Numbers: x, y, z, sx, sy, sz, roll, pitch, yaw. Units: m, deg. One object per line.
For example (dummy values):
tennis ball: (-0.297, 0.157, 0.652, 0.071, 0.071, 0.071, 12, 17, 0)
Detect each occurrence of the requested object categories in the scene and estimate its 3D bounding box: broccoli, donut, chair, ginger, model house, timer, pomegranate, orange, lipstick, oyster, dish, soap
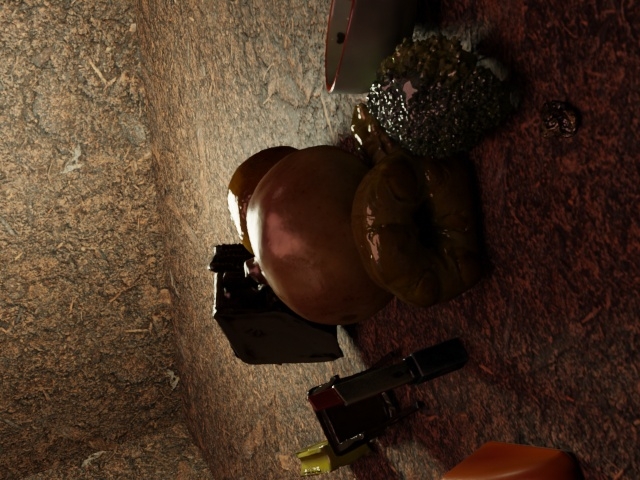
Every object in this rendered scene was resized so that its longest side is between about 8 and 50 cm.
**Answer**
broccoli: (0.173, -0.214, 1.271, 0.198, 0.176, 0.226, 40, -167, -11)
donut: (0.154, -0.023, 1.386, 0.128, 0.208, 0.262, -174, 75, -66)
chair: (0.074, 0.371, 1.847, 0.160, 0.186, 0.319, 63, 152, 14)
ginger: (0.108, -0.189, 1.546, 0.205, 0.081, 0.115, -133, 47, -58)
model house: (-0.101, 0.107, 1.952, 0.297, 0.317, 0.283, 98, 167, -53)
timer: (0.348, 0.479, 1.395, 0.250, 0.161, 0.258, -20, 86, 52)
pomegranate: (0.000, 0.000, 1.575, 0.338, 0.338, 0.338, 45, 144, 49)
orange: (-0.086, -0.075, 1.848, 0.264, 0.264, 0.264, 45, 144, 49)
lipstick: (0.118, 0.248, 1.496, 0.051, 0.312, 0.051, 64, 156, 22)
oyster: (0.323, -0.165, 1.147, 0.083, 0.019, 0.054, 11, 113, 65)
dish: (0.086, -0.362, 1.383, 0.256, 0.117, 0.256, -172, 90, -82)
soap: (0.030, 0.529, 2.098, 0.076, 0.135, 0.233, 69, 157, 12)
